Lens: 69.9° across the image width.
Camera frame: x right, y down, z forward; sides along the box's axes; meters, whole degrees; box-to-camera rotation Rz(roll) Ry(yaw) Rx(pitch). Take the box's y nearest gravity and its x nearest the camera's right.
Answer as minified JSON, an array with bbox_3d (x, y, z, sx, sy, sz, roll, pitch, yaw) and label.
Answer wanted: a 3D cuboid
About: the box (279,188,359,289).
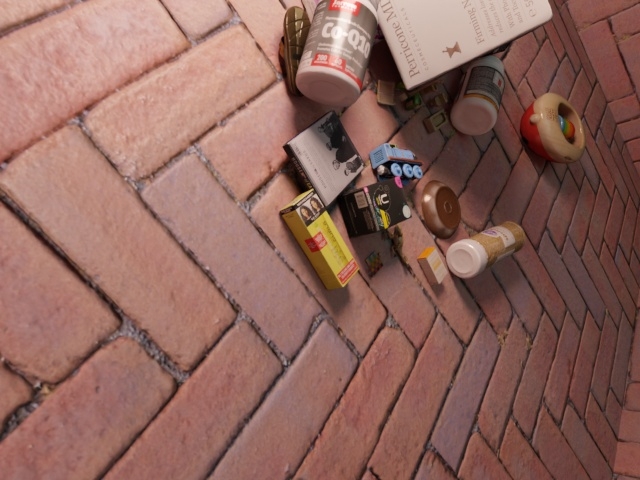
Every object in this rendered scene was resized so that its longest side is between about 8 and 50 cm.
[{"bbox_3d":[0.000,0.000,1.100,0.087,0.058,0.232,-42,108,-41],"label":"box"}]

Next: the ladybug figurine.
[{"bbox_3d":[1.024,-0.486,2.034,0.449,0.161,0.306,9,75,-40],"label":"ladybug figurine"}]

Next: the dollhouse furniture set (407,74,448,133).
[{"bbox_3d":[0.396,-0.452,1.499,0.144,0.123,0.151,-38,106,-42],"label":"dollhouse furniture set"}]

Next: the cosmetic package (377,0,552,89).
[{"bbox_3d":[0.379,-0.668,1.296,0.330,0.393,0.327,63,24,-12],"label":"cosmetic package"}]

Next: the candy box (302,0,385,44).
[{"bbox_3d":[0.070,-0.629,1.294,0.233,0.071,0.159,-26,98,-41],"label":"candy box"}]

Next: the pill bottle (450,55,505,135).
[{"bbox_3d":[0.573,-0.528,1.651,0.162,0.162,0.279,41,57,-27],"label":"pill bottle"}]

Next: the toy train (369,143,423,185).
[{"bbox_3d":[0.227,-0.222,1.337,0.184,0.080,0.105,-4,77,-41],"label":"toy train"}]

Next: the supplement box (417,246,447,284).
[{"bbox_3d":[0.341,0.078,1.395,0.062,0.036,0.099,-39,106,-40],"label":"supplement box"}]

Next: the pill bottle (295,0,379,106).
[{"bbox_3d":[0.049,-0.490,1.115,0.161,0.161,0.284,21,79,-36],"label":"pill bottle"}]

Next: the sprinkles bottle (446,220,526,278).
[{"bbox_3d":[0.565,0.025,1.547,0.355,0.121,0.121,-17,92,-43],"label":"sprinkles bottle"}]

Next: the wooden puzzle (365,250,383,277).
[{"bbox_3d":[0.146,0.061,1.249,0.083,0.006,0.049,-40,107,-39],"label":"wooden puzzle"}]

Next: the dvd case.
[{"bbox_3d":[0.017,-0.212,1.163,0.179,0.029,0.239,58,43,-16],"label":"dvd case"}]

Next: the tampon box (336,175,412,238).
[{"bbox_3d":[0.145,-0.089,1.217,0.161,0.101,0.121,-22,96,-42],"label":"tampon box"}]

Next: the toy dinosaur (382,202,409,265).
[{"bbox_3d":[0.220,-0.017,1.313,0.092,0.053,0.183,-2,89,-57],"label":"toy dinosaur"}]

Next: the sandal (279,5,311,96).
[{"bbox_3d":[-0.068,-0.473,1.154,0.089,0.060,0.220,-13,104,-46],"label":"sandal"}]

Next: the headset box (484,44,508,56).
[{"bbox_3d":[0.552,-0.810,1.666,0.218,0.110,0.293,-29,70,-40],"label":"headset box"}]

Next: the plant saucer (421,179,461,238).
[{"bbox_3d":[0.403,-0.104,1.491,0.198,0.036,0.199,11,73,-40],"label":"plant saucer"}]

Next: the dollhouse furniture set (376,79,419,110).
[{"bbox_3d":[0.229,-0.447,1.425,0.151,0.058,0.076,3,86,-21],"label":"dollhouse furniture set"}]
